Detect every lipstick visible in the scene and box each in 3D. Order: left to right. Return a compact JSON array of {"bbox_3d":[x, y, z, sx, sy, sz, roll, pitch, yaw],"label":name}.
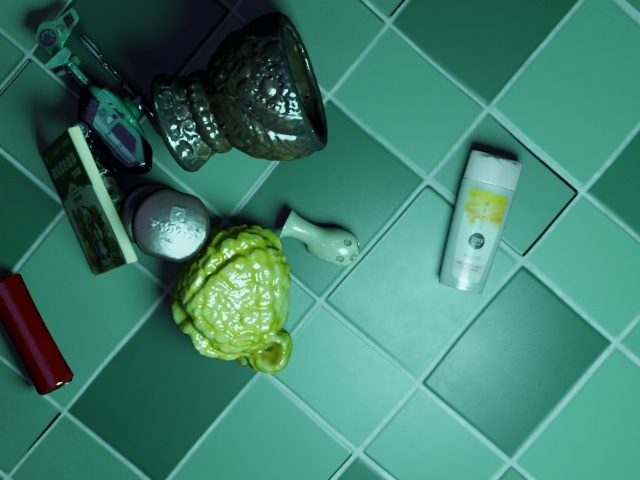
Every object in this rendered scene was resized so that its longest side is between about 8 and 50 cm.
[{"bbox_3d":[-0.567,0.181,1.814,0.080,0.080,0.241,-26,94,2],"label":"lipstick"}]

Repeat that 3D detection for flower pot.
[{"bbox_3d":[-0.150,-0.254,1.704,0.267,0.266,0.267,-16,94,11],"label":"flower pot"}]

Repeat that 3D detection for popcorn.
[{"bbox_3d":[-0.169,0.114,1.758,0.225,0.174,0.286,-5,97,-12],"label":"popcorn"}]

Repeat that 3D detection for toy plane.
[{"bbox_3d":[-0.416,-0.257,1.777,0.155,0.106,0.382,-40,92,-4],"label":"toy plane"}]

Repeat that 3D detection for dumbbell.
[{"bbox_3d":[-0.291,-0.037,1.718,0.140,0.225,0.124,15,92,-21],"label":"dumbbell"}]

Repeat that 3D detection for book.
[{"bbox_3d":[-0.436,-0.067,1.747,0.027,0.202,0.264,-25,95,-30],"label":"book"}]

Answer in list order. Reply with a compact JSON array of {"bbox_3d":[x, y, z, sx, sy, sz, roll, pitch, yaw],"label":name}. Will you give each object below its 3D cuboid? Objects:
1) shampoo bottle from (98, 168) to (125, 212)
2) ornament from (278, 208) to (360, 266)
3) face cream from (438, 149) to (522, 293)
[{"bbox_3d":[-0.404,-0.096,1.769,0.048,0.141,0.034,-3,64,4],"label":"shampoo bottle"},{"bbox_3d":[0.000,0.000,1.807,0.156,0.075,0.081,24,121,-3],"label":"ornament"},{"bbox_3d":[0.304,-0.036,1.803,0.107,0.073,0.269,15,93,-9],"label":"face cream"}]
